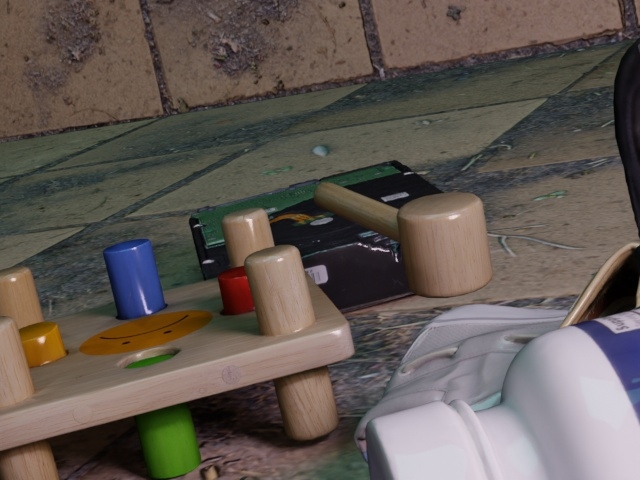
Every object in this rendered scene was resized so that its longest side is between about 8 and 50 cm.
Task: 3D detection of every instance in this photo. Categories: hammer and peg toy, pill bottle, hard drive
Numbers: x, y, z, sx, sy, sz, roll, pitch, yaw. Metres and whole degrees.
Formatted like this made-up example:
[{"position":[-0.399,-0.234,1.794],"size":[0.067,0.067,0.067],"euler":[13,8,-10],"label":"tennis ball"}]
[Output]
[{"position":[-0.067,0.061,0.960],"size":[0.361,0.127,0.266],"euler":[-14,11,-8],"label":"hammer and peg toy"},{"position":[0.114,0.074,0.416],"size":[0.186,0.112,0.112],"euler":[-13,13,-6],"label":"pill bottle"},{"position":[0.000,0.000,1.298],"size":[0.236,0.064,0.339],"euler":[-14,13,-6],"label":"hard drive"}]

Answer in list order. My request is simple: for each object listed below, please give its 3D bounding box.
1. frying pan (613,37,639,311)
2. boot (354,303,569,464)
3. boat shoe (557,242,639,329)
[{"position":[0.120,0.050,0.513],"size":[0.197,0.326,0.053],"euler":[-37,44,23],"label":"frying pan"},{"position":[0.145,0.093,0.740],"size":[0.258,0.095,0.123],"euler":[-7,26,36],"label":"boot"},{"position":[0.116,0.081,0.648],"size":[0.068,0.072,0.190],"euler":[10,54,29],"label":"boat shoe"}]
